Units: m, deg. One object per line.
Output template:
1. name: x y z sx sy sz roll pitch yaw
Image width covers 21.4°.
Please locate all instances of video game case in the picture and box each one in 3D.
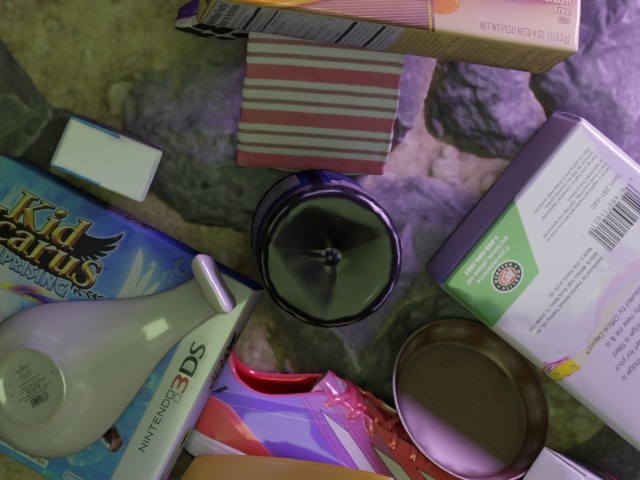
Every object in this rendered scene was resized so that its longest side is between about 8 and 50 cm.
1. video game case: -0.226 0.089 1.554 0.270 0.061 0.244 28 93 7

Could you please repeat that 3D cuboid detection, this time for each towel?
1. towel: 0.000 -0.139 1.540 0.144 0.029 0.197 4 133 -5

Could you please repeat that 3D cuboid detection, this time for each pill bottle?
1. pill bottle: 0.000 0.000 1.513 0.123 0.219 0.122 -1 98 -4

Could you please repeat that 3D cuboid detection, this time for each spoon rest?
1. spoon rest: -0.187 0.096 1.487 0.276 0.084 0.137 -29 85 21

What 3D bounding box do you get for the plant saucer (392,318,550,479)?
1. plant saucer: 0.138 0.156 1.604 0.168 0.029 0.168 12 58 -20

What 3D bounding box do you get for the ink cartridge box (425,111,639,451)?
1. ink cartridge box: 0.272 0.044 1.594 0.278 0.117 0.201 39 93 -8

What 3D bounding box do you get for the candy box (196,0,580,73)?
1. candy box: 0.063 -0.258 1.433 0.317 0.087 0.182 7 80 -12

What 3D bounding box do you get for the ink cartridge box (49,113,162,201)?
1. ink cartridge box: -0.193 -0.077 1.535 0.089 0.122 0.052 22 92 -8

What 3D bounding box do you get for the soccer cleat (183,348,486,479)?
1. soccer cleat: 0.034 0.187 1.600 0.318 0.108 0.116 15 99 -3

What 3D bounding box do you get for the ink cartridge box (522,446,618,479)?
1. ink cartridge box: 0.234 0.260 1.613 0.056 0.135 0.099 36 94 36

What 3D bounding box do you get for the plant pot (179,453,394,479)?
1. plant pot: -0.057 0.312 1.515 0.187 0.212 0.212 20 57 21

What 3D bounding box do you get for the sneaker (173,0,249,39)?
1. sneaker: -0.067 -0.232 1.528 0.068 0.170 0.071 9 65 -45
